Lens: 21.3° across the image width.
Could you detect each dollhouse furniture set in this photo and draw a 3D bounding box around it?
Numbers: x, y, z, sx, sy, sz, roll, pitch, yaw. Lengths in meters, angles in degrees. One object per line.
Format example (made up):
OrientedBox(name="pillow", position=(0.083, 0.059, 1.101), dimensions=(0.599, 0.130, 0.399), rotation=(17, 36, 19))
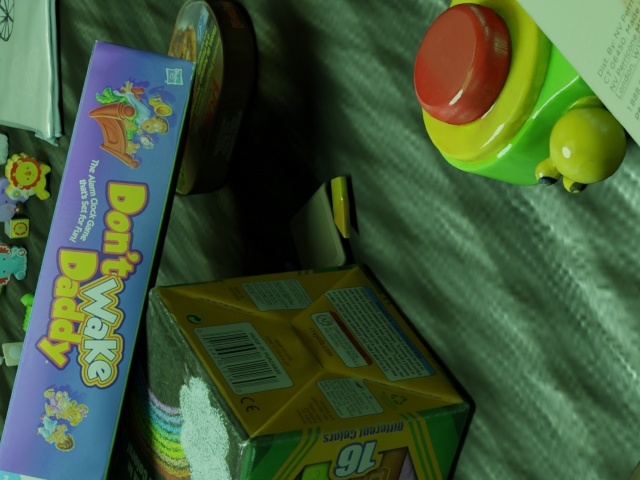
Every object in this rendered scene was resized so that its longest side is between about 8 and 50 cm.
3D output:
OrientedBox(name="dollhouse furniture set", position=(-0.299, 0.151, 1.834), dimensions=(0.091, 0.081, 0.114), rotation=(-50, 52, 53))

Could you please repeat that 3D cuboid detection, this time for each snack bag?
OrientedBox(name="snack bag", position=(-0.366, -0.288, 1.937), dimensions=(0.323, 0.037, 0.342), rotation=(15, 108, 60))

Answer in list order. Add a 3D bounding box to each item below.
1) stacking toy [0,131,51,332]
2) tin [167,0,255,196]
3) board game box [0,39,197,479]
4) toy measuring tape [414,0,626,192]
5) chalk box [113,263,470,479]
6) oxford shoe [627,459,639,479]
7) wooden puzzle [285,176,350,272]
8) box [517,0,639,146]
OrientedBox(name="stacking toy", position=(-0.363, -0.009, 1.960), dimensions=(0.167, 0.052, 0.221), rotation=(31, 122, 57))
OrientedBox(name="tin", position=(-0.101, -0.122, 1.467), dimensions=(0.106, 0.040, 0.190), rotation=(-116, 34, -41))
OrientedBox(name="board game box", position=(-0.172, 0.049, 1.312), dimensions=(0.233, 0.078, 0.347), rotation=(121, 161, -79))
OrientedBox(name="toy measuring tape", position=(0.094, -0.127, 1.025), dimensions=(0.330, 0.121, 0.121), rotation=(-117, 34, -48))
OrientedBox(name="chalk box", position=(-0.036, 0.189, 1.249), dimensions=(0.180, 0.179, 0.289), rotation=(53, 140, 44))
OrientedBox(name="oxford shoe", position=(0.215, 0.093, 0.883), dimensions=(0.227, 0.083, 0.096), rotation=(119, 156, -46))
OrientedBox(name="wooden puzzle", position=(0.000, 0.000, 1.322), dimensions=(0.116, 0.014, 0.078), rotation=(-36, 59, 58))
OrientedBox(name="box", position=(0.163, -0.177, 0.847), dimensions=(0.311, 0.148, 0.121), rotation=(57, 141, 39))
